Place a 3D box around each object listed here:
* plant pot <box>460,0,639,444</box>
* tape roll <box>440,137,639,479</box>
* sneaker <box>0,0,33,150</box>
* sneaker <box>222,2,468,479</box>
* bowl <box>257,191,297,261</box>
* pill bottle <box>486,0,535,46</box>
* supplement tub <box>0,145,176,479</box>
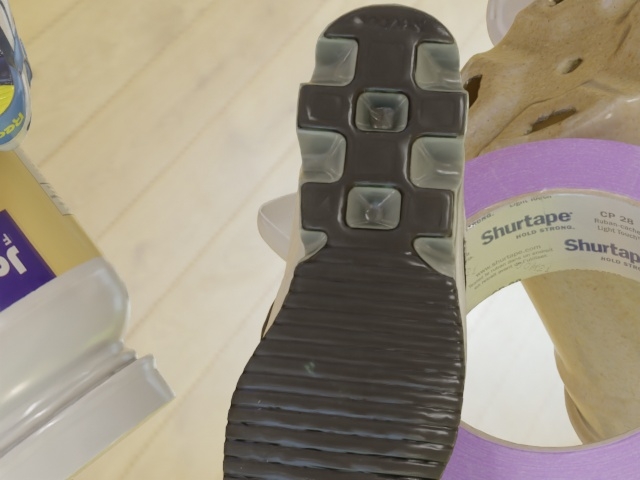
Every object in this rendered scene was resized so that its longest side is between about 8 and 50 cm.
[{"bbox_3d":[0.262,-0.034,1.271,0.305,0.334,0.333,50,46,-27],"label":"plant pot"},{"bbox_3d":[0.152,0.069,1.013,0.090,0.275,0.274,72,30,-52],"label":"tape roll"},{"bbox_3d":[-0.191,-0.111,0.902,0.059,0.053,0.144,64,11,-61],"label":"sneaker"},{"bbox_3d":[0.028,0.046,0.925,0.146,0.123,0.330,81,20,-70],"label":"sneaker"},{"bbox_3d":[0.000,0.000,2.026,0.142,0.142,0.053,-20,140,-46],"label":"bowl"},{"bbox_3d":[0.300,-0.263,1.947,0.187,0.112,0.112,1,82,-36],"label":"pill bottle"},{"bbox_3d":[-0.268,0.027,1.003,0.331,0.241,0.241,52,39,2],"label":"supplement tub"}]
